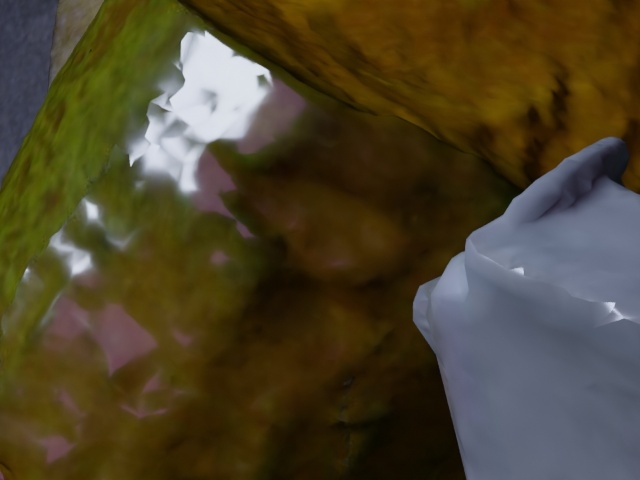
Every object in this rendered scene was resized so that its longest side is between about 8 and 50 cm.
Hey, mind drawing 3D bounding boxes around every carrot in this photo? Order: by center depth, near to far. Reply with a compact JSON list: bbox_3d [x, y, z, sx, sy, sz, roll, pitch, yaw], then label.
[{"bbox_3d":[0.000,0.000,0.692,0.241,0.241,0.341,39,99,40],"label":"carrot"}]

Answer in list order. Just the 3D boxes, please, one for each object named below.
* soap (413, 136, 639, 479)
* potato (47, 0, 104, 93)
[{"bbox_3d":[0.287,0.097,0.340,0.435,0.350,0.213,27,128,43],"label":"soap"},{"bbox_3d":[-0.063,-0.129,0.879,0.138,0.098,0.243,-21,56,26],"label":"potato"}]
